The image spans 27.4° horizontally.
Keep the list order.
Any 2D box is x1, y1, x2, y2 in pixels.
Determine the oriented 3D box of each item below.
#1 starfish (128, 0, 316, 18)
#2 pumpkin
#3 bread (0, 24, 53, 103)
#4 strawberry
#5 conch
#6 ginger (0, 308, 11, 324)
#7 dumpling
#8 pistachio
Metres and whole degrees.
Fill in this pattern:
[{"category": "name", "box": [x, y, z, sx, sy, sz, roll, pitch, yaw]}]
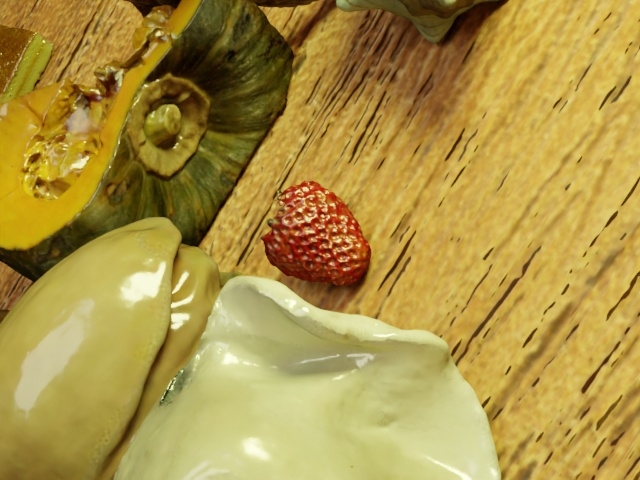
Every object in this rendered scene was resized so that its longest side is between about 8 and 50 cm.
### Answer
[{"category": "starfish", "box": [-0.120, -0.232, 1.047, 0.375, 0.327, 0.094, 153, 125, -73]}, {"category": "pumpkin", "box": [-0.166, -0.088, 1.092, 0.190, 0.139, 0.280, 29, 86, 45]}, {"category": "bread", "box": [-0.330, -0.177, 1.374, 0.094, 0.035, 0.090, 17, 79, 46]}, {"category": "strawberry", "box": [0.000, 0.000, 0.947, 0.083, 0.073, 0.073, 31, 90, 12]}, {"category": "conch", "box": [0.060, -0.207, 0.965, 0.234, 0.137, 0.114, 36, 119, 57]}, {"category": "ginger", "box": [-0.278, 0.092, 1.141, 0.288, 0.075, 0.089, -11, 39, 44]}, {"category": "dumpling", "box": [-0.016, 0.192, 0.804, 0.243, 0.187, 0.318, 12, 81, 5]}, {"category": "pistachio", "box": [-0.179, 0.116, 0.966, 0.293, 0.162, 0.181, -53, 35, 5]}]
